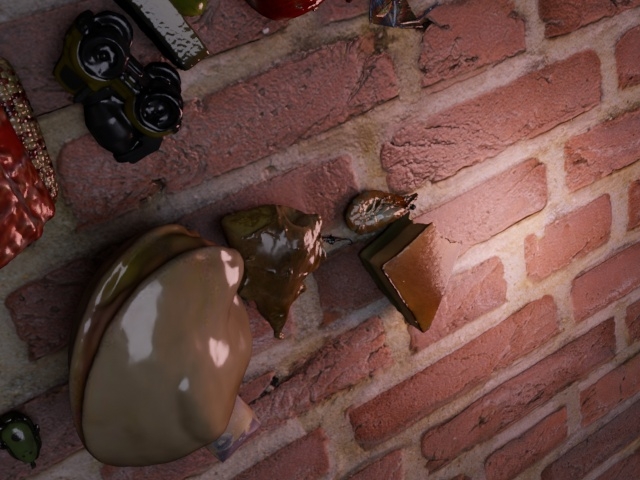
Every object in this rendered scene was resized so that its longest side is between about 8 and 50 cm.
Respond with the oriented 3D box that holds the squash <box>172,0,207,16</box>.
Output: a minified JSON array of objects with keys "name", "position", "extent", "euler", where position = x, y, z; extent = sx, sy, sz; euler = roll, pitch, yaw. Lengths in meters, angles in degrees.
[{"name":"squash","position":[-0.260,-0.429,1.130],"extent":[0.201,0.066,0.066],"euler":[38,86,-29]}]

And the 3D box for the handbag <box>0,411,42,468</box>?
[{"name":"handbag","position":[-0.524,0.350,1.268],"extent":[0.072,0.047,0.111],"euler":[-27,118,-19]}]

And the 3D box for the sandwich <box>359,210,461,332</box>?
[{"name":"sandwich","position":[0.218,0.062,1.578],"extent":[0.186,0.108,0.220],"euler":[-41,122,-12]}]

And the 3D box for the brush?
[{"name":"brush","position":[-0.265,-0.354,1.117],"extent":[0.059,0.123,0.197],"euler":[-45,124,-4]}]

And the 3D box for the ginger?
[{"name":"ginger","position":[-0.086,0.056,1.387],"extent":[0.219,0.123,0.270],"euler":[-18,126,-22]}]

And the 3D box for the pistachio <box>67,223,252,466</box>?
[{"name":"pistachio","position":[-0.264,0.185,1.226],"extent":[0.365,0.281,0.445],"euler":[-19,129,-55]}]

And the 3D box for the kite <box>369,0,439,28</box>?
[{"name":"kite","position":[0.150,-0.474,1.396],"extent":[0.160,0.010,0.183],"euler":[-46,125,-9]}]

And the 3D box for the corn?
[{"name":"corn","position":[-0.463,-0.150,1.096],"extent":[0.086,0.086,0.253],"euler":[-25,119,-21]}]

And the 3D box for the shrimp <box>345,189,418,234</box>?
[{"name":"shrimp","position":[0.134,-0.067,1.519],"extent":[0.184,0.043,0.091],"euler":[-14,111,-26]}]

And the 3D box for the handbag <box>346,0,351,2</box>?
[{"name":"handbag","position":[0.074,-0.525,1.217],"extent":[0.127,0.235,0.213],"euler":[20,100,0]}]

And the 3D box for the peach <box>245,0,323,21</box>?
[{"name":"peach","position":[-0.078,-0.487,1.163],"extent":[0.159,0.154,0.267],"euler":[-27,121,-19]}]

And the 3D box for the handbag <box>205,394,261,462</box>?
[{"name":"handbag","position":[-0.206,0.348,1.443],"extent":[0.117,0.095,0.173],"euler":[-43,132,-18]}]

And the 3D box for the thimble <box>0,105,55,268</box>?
[{"name":"thimble","position":[-0.546,-0.048,0.931],"extent":[0.350,0.350,0.230],"euler":[-30,118,-19]}]

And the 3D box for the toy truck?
[{"name":"toy truck","position":[-0.323,-0.235,1.128],"extent":[0.165,0.147,0.224],"euler":[-37,123,12]}]

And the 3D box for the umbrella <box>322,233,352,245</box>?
[{"name":"umbrella","position":[-0.001,-0.004,1.478],"extent":[0.149,0.022,0.022],"euler":[7,141,-25]}]
